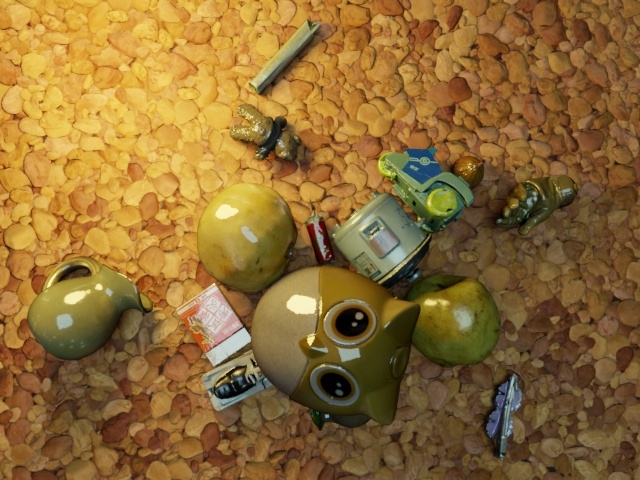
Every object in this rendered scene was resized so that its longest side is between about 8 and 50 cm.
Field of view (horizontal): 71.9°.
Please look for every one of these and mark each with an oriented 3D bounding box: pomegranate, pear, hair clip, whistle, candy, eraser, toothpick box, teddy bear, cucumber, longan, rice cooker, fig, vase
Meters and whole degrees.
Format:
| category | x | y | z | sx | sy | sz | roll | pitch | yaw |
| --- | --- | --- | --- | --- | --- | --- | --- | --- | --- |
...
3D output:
| category | x | y | z | sx | sy | sz | roll | pitch | yaw |
| --- | --- | --- | --- | --- | --- | --- | --- | --- | --- |
| pomegranate | -0.227 | -0.012 | 1.352 | 0.331 | 0.332 | 0.333 | 0 | 88 | -4 |
| pear | 0.422 | 0.260 | 1.413 | 0.303 | 0.304 | 0.305 | 0 | 88 | -4 |
| hair clip | 0.628 | 0.600 | 1.513 | 0.106 | 0.084 | 0.293 | 16 | 82 | 2 |
| whistle | -0.120 | -0.634 | 1.515 | 0.326 | 0.057 | 0.068 | -48 | 49 | -5 |
| candy | -0.001 | 0.000 | 1.488 | 0.059 | 0.086 | 0.293 | -17 | 90 | -12 |
| eraser | -0.352 | 0.279 | 1.475 | 0.157 | 0.038 | 0.230 | -34 | 90 | -5 |
| toothpick box | 0.046 | 0.283 | 1.259 | 0.424 | 0.408 | 0.410 | 13 | 86 | 33 |
| teddy bear | -0.187 | -0.353 | 1.465 | 0.251 | 0.129 | 0.182 | 26 | 88 | -2 |
| cucumber | -0.014 | 0.523 | 1.477 | 0.069 | 0.069 | 0.228 | -7 | 92 | -4 |
| longan | 0.086 | 0.518 | 1.435 | 0.204 | 0.159 | 0.185 | -36 | 83 | -3 |
| rice cooker | 0.203 | 0.013 | 1.414 | 0.315 | 0.264 | 0.318 | 0 | 88 | 2 |
| fig | 0.524 | -0.243 | 1.510 | 0.118 | 0.153 | 0.119 | 11 | 68 | -27 |
| vase | -0.738 | 0.178 | 1.382 | 0.302 | 0.241 | 0.329 | -38 | 64 | -16 |

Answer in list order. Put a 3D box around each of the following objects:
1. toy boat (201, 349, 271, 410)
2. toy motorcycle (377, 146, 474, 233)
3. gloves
| category | x | y | z | sx | sy | sz | roll | pitch | yaw |
| --- | --- | --- | --- | --- | --- | --- | --- | --- | --- |
| toy boat | -0.249 | 0.444 | 1.432 | 0.269 | 0.141 | 0.141 | -26 | 90 | 10 |
| toy motorcycle | 0.356 | -0.198 | 1.482 | 0.199 | 0.191 | 0.327 | -36 | 77 | -8 |
| gloves | 0.720 | -0.127 | 1.515 | 0.330 | 0.141 | 0.154 | -22 | 115 | -14 |
